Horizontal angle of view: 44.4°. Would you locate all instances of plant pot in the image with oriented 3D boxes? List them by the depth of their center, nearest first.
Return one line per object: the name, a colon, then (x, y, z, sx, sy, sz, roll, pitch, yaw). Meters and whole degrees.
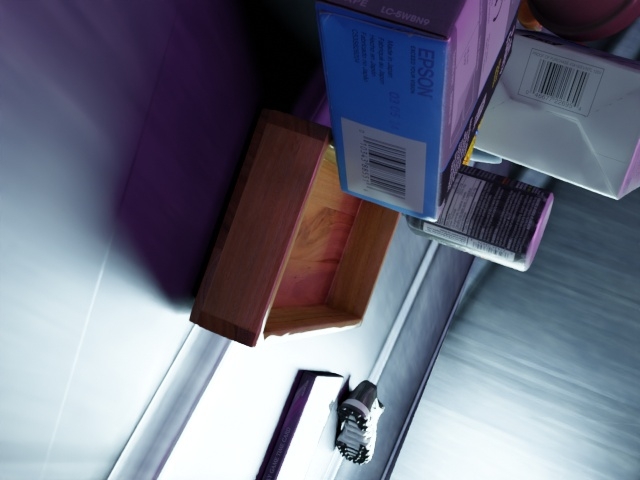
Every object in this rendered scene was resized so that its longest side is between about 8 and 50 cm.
plant pot: (0.458, -0.522, 1.446, 0.229, 0.263, 0.263, 6, 105, -43)

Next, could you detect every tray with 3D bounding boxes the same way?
tray: (0.000, 0.000, 0.879, 0.411, 0.076, 0.202, 12, 97, -74)

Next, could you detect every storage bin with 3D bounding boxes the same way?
storage bin: (0.390, -0.243, 1.814, 0.135, 0.098, 0.091, 39, 61, -73)

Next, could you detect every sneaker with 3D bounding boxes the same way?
sneaker: (0.085, 0.360, 1.561, 0.106, 0.078, 0.234, -54, 155, -37)

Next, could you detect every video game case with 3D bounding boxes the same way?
video game case: (-0.041, 0.336, 1.227, 0.274, 0.026, 0.196, -67, 163, -4)

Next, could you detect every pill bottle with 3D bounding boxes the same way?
pill bottle: (0.223, -0.051, 1.218, 0.130, 0.246, 0.130, -55, 157, -38)

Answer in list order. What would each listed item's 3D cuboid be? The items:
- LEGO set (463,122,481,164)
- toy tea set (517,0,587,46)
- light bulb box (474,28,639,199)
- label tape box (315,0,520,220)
LEGO set: (0.241, -0.201, 1.385, 0.227, 0.087, 0.093, 34, 78, -74)
toy tea set: (0.535, -0.507, 1.775, 0.124, 0.200, 0.336, -13, 117, -61)
light bulb box: (0.493, -0.263, 1.535, 0.361, 0.358, 0.225, -19, 129, -55)
label tape box: (0.119, -0.223, 0.693, 0.240, 0.106, 0.333, 79, 34, -60)
